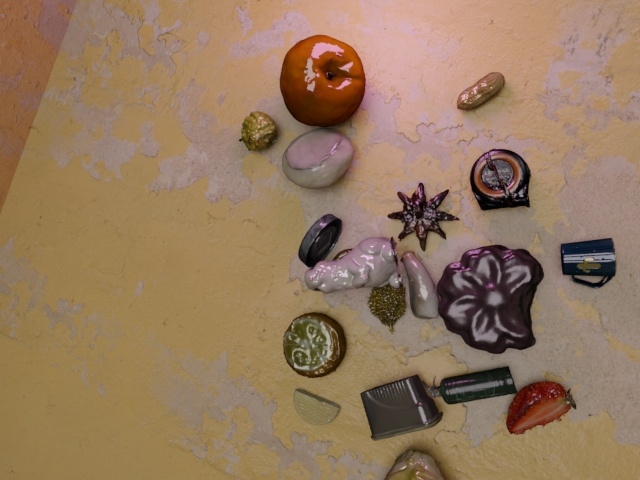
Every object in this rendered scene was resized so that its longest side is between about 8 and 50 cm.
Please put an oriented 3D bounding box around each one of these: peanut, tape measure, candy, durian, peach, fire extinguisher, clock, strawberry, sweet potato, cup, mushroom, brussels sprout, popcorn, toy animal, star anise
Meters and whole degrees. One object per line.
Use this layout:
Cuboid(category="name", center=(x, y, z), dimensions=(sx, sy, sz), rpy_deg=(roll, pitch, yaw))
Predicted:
Cuboid(category="peanut", center=(0.592, -0.547, 1.813), dimensions=(0.194, 0.093, 0.083), rpy_deg=(-35, 104, 10))
Cuboid(category="tape measure", center=(0.643, -0.216, 1.756), dimensions=(0.202, 0.135, 0.222), rpy_deg=(-7, 82, 27))
Cuboid(category="candy", center=(-0.025, 0.409, 1.933), dimensions=(0.260, 0.118, 0.259), rpy_deg=(-2, 83, 18))
Cuboid(category="durian", center=(0.253, 0.252, 1.865), dimensions=(0.147, 0.102, 0.208), rpy_deg=(-4, 89, 12))
Cuboid(category="peach", center=(0.002, -0.611, 1.898), dimensions=(0.343, 0.302, 0.342), rpy_deg=(-1, 94, -14))
Cuboid(category="fire extinguisher", center=(0.530, 0.521, 1.761), dimensions=(0.311, 0.095, 0.114), rpy_deg=(-17, 68, 15))
Cuboid(category="clock", center=(0.000, 0.000, 1.896), dimensions=(0.049, 0.226, 0.226), rpy_deg=(34, 97, 22))
Cuboid(category="candy", center=(-0.011, -0.321, 1.940), dimensions=(0.296, 0.185, 0.295), rpy_deg=(-10, 51, 13))
Cuboid(category="strawberry", center=(0.738, 0.556, 1.688), dimensions=(0.236, 0.106, 0.175), rpy_deg=(-17, 123, 5))
Cuboid(category="sweet potato", center=(0.076, 0.105, 1.952), dimensions=(0.081, 0.062, 0.233), rpy_deg=(37, 94, 0))
Cuboid(category="cup", center=(0.904, 0.079, 1.665), dimensions=(0.155, 0.131, 0.176), rpy_deg=(-2, 111, 22))
Cuboid(category="mushroom", center=(0.372, 0.163, 1.826), dimensions=(0.103, 0.118, 0.270), rpy_deg=(-9, 80, -22))
Cuboid(category="brussels sprout", center=(0.349, 0.916, 1.728), dimensions=(0.274, 0.243, 0.316), rpy_deg=(28, 90, 42))
Cuboid(category="popcorn", center=(-0.265, -0.453, 2.059), dimensions=(0.174, 0.142, 0.173), rpy_deg=(15, 118, 31))
Cuboid(category="toy animal", center=(0.119, 0.102, 1.826), dimensions=(0.357, 0.258, 0.193), rpy_deg=(-12, 107, 7))
Cuboid(category="star anise", center=(0.384, -0.096, 1.844), dimensions=(0.272, 0.102, 0.271), rpy_deg=(0, 89, 16))

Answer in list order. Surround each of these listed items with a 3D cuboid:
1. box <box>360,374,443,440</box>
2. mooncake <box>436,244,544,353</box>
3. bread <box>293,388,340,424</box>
Cuboid(category="box", center=(0.287, 0.607, 1.793), dimensions=(0.274, 0.138, 0.178), rpy_deg=(-27, 74, 26))
Cuboid(category="mooncake", center=(0.592, 0.202, 1.712), dimensions=(0.351, 0.212, 0.381), rpy_deg=(-3, 83, 24))
Cuboid(category="bread", center=(-0.024, 0.676, 1.958), dimensions=(0.193, 0.036, 0.112), rpy_deg=(18, 97, 15))
